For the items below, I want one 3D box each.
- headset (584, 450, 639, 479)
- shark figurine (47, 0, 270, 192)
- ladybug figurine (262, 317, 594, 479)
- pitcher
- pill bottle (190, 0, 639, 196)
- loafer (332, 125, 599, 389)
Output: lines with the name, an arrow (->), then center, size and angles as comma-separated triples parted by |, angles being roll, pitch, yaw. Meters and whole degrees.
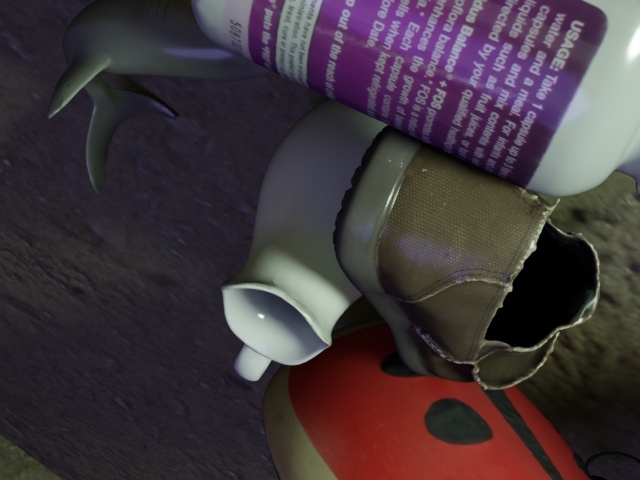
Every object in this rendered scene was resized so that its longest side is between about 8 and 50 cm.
headset -> 0.367, 0.261, 0.918 | 0.394, 0.185, 0.243 | 2, 140, 52
shark figurine -> -0.169, -0.124, 0.842 | 0.166, 0.116, 0.278 | 37, 157, -18
ladybug figurine -> 0.113, 0.207, 0.930 | 0.305, 0.162, 0.449 | 27, -164, -32
pitcher -> 0.000, 0.000, 0.825 | 0.125, 0.207, 0.178 | 31, 150, -1
pill bottle -> 0.097, -0.126, 0.593 | 0.301, 0.169, 0.169 | 26, 150, 8
loafer -> 0.122, 0.043, 0.761 | 0.130, 0.134, 0.366 | 23, 175, 26
